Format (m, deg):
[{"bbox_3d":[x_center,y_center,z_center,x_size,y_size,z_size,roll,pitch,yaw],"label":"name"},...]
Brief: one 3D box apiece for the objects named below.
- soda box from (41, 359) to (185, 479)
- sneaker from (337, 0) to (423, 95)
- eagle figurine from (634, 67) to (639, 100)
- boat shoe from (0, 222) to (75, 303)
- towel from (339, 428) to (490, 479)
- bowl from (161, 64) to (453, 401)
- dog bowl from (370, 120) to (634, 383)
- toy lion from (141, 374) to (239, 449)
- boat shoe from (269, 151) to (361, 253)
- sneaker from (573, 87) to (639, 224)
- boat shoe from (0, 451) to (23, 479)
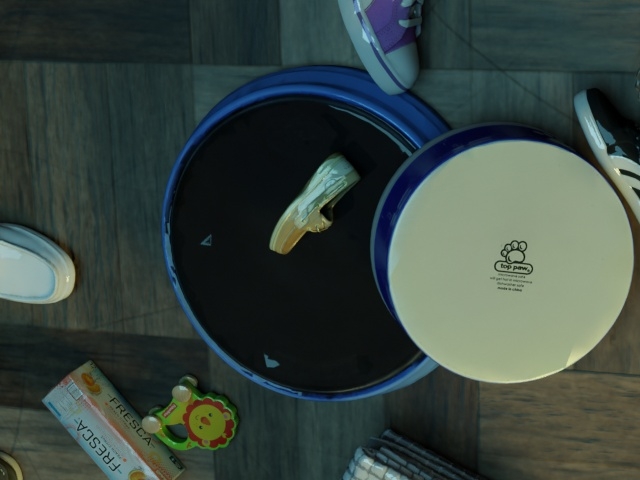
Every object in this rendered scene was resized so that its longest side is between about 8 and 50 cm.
[{"bbox_3d":[-0.253,0.237,2.199,0.058,0.063,0.183,-42,86,26],"label":"soda box"},{"bbox_3d":[0.097,-0.300,1.897,0.161,0.102,0.282,-10,100,20],"label":"sneaker"},{"bbox_3d":[0.414,-0.153,1.754,0.226,0.225,0.298,6,134,41],"label":"eagle figurine"},{"bbox_3d":[-0.436,0.024,2.193,0.277,0.096,0.098,14,109,17],"label":"boat shoe"},{"bbox_3d":[0.129,0.372,2.061,0.284,0.121,0.235,28,114,10],"label":"towel"},{"bbox_3d":[0.000,0.000,2.029,0.391,0.077,0.391,6,107,20],"label":"bowl"},{"bbox_3d":[0.190,0.013,1.884,0.265,0.104,0.264,-2,103,-7],"label":"dog bowl"},{"bbox_3d":[-0.151,0.218,2.175,0.096,0.034,0.100,43,115,-3],"label":"toy lion"},{"bbox_3d":[-0.006,-0.032,1.952,0.045,0.050,0.135,41,115,12],"label":"boat shoe"},{"bbox_3d":[0.364,-0.086,1.869,0.121,0.079,0.217,-30,100,21],"label":"sneaker"},{"bbox_3d":[-0.453,0.431,2.311,0.112,0.095,0.335,14,109,17],"label":"boat shoe"}]
